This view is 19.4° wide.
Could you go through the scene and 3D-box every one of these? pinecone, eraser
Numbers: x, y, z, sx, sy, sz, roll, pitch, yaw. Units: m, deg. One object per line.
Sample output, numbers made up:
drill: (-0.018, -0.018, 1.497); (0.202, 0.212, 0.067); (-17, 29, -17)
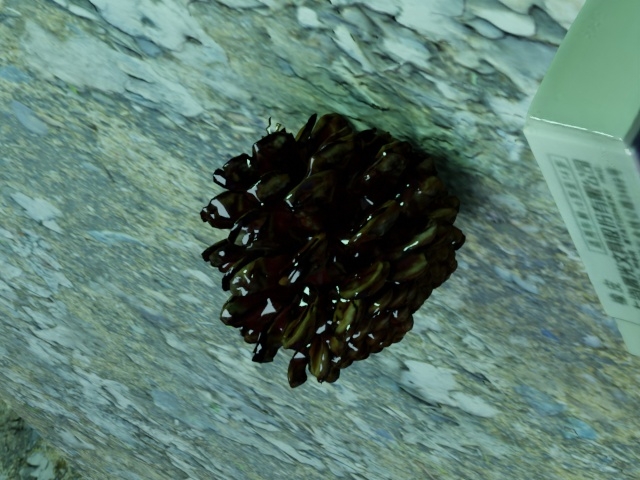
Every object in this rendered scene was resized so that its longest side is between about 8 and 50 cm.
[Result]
pinecone: (0.000, 0.000, 1.478); (0.221, 0.221, 0.221); (27, 159, 12)
eraser: (0.221, -0.036, 1.200); (0.081, 0.124, 0.279); (16, 154, 33)
